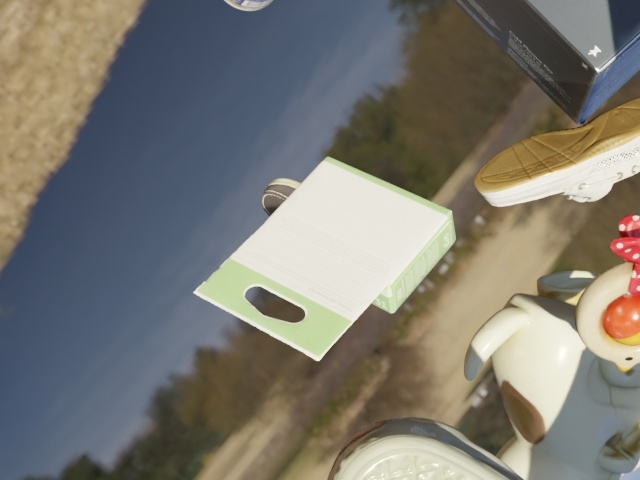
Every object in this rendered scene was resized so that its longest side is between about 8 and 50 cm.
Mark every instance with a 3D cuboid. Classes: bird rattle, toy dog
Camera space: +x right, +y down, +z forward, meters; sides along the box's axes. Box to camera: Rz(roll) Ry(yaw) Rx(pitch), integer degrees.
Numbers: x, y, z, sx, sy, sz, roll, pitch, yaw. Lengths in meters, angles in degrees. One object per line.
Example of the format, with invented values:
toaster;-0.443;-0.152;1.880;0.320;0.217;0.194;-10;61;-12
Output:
bird rattle;0.427;0.081;1.891;0.207;0.143;0.253;-36;133;18
toy dog;0.392;0.289;2.294;0.395;0.285;0.407;-7;110;-41

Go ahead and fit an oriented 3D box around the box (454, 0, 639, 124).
box;0.342;-0.380;2.174;0.179;0.343;0.312;-43;171;-2

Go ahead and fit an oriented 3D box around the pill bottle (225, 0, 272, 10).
pill bottle;-0.072;-0.362;1.865;0.094;0.094;0.169;-48;-173;-22

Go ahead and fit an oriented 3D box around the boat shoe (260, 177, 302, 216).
boat shoe;0.000;0.000;2.399;0.092;0.285;0.102;-37;154;-32

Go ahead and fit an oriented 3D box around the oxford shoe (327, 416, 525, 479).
oxford shoe;0.181;0.298;1.349;0.169;0.449;0.130;-52;-159;3

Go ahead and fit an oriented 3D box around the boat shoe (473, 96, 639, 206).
boat shoe;0.330;-0.089;1.841;0.277;0.096;0.098;-20;-146;-4

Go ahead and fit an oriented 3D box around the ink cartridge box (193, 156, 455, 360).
ink cartridge box;0.007;0.026;1.539;0.235;0.171;0.056;-48;148;-27
